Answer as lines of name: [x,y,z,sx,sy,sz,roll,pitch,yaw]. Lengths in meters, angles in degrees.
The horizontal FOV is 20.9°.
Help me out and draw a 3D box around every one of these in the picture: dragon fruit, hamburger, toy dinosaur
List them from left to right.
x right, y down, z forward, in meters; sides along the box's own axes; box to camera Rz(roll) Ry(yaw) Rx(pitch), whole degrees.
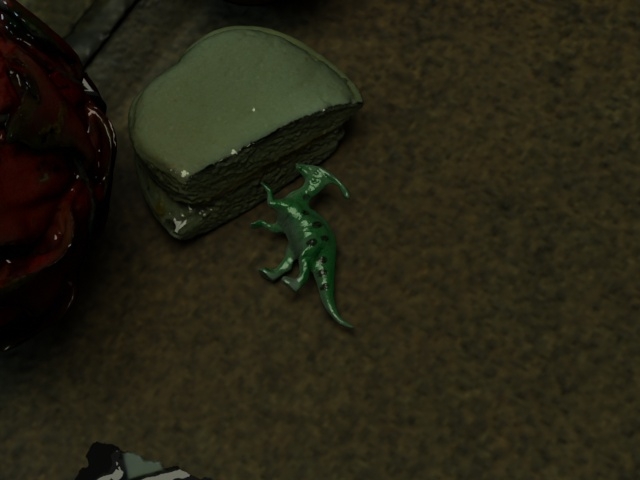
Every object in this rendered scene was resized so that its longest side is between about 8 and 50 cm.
dragon fruit: [-0.181,-0.028,0.812,0.182,0.182,0.188,27,60,19]
hamburger: [-0.046,-0.065,0.887,0.121,0.054,0.084,-30,59,-13]
toy dinosaur: [0.000,0.000,0.863,0.083,0.021,0.062,38,74,10]

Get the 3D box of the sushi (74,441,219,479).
sushi: [-0.049,0.210,0.739,0.220,0.047,0.231,16,65,14]

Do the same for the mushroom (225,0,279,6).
mushroom: [-0.038,-0.289,0.964,0.128,0.128,0.350,-3,64,5]
